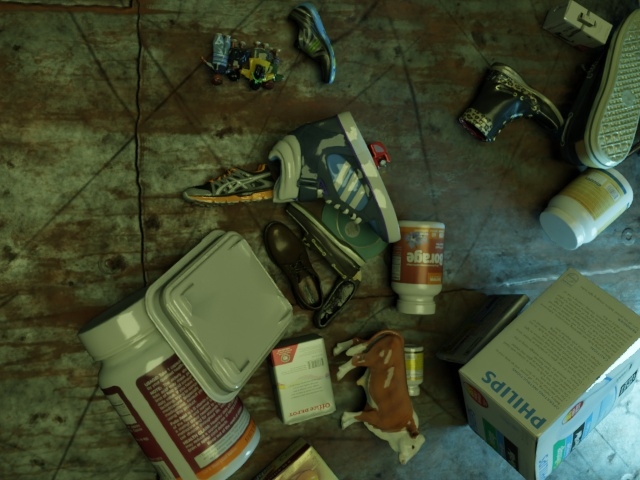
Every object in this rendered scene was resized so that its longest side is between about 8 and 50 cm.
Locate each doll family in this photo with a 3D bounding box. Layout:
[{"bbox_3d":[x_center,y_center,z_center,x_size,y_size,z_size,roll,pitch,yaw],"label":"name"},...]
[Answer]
[{"bbox_3d":[-0.170,-0.385,1.609,0.192,0.076,0.111,8,93,-13],"label":"doll family"}]

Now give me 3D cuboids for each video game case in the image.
[{"bbox_3d":[0.382,0.208,1.732,0.023,0.193,0.212,46,78,-5],"label":"video game case"}]

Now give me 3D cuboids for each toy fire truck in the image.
[{"bbox_3d":[0.057,-0.203,1.695,0.192,0.047,0.135,-27,96,-17],"label":"toy fire truck"}]

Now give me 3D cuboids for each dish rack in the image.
[{"bbox_3d":[-0.184,0.139,1.512,0.286,0.072,0.333,57,36,-11],"label":"dish rack"}]

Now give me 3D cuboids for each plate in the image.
[{"bbox_3d":[0.094,-0.046,1.724,0.188,0.024,0.188,-1,92,-18],"label":"plate"}]

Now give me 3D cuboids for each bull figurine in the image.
[{"bbox_3d":[0.136,0.363,1.691,0.188,0.101,0.311,-7,89,-1],"label":"bull figurine"}]

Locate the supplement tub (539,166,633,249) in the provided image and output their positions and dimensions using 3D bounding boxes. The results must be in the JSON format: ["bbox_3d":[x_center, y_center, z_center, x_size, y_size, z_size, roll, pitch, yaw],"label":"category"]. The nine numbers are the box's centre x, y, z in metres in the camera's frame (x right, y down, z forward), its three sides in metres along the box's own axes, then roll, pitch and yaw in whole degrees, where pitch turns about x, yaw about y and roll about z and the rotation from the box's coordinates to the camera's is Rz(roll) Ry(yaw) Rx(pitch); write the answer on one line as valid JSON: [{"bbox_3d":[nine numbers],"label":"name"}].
[{"bbox_3d":[0.669,-0.084,1.841,0.199,0.144,0.144,-38,102,-13],"label":"supplement tub"}]

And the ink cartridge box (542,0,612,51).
[{"bbox_3d":[0.649,-0.542,1.847,0.135,0.099,0.056,24,85,-16],"label":"ink cartridge box"}]

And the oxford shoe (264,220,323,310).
[{"bbox_3d":[-0.050,0.056,1.644,0.082,0.096,0.227,-33,99,-12],"label":"oxford shoe"}]

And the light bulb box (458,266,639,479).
[{"bbox_3d":[0.534,0.322,1.682,0.361,0.225,0.358,-40,145,-13],"label":"light bulb box"}]

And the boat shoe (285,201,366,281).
[{"bbox_3d":[0.000,0.000,1.663,0.227,0.081,0.069,42,98,-4],"label":"boat shoe"}]

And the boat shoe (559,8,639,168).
[{"bbox_3d":[0.742,-0.390,1.855,0.186,0.156,0.500,36,69,-21],"label":"boat shoe"}]

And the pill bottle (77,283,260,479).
[{"bbox_3d":[-0.313,0.302,1.500,0.224,0.224,0.392,-32,101,-14],"label":"pill bottle"}]

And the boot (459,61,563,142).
[{"bbox_3d":[0.471,-0.304,1.809,0.236,0.085,0.179,37,84,-13],"label":"boot"}]

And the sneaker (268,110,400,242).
[{"bbox_3d":[0.018,-0.104,1.612,0.236,0.130,0.323,-24,107,5],"label":"sneaker"}]

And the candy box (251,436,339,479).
[{"bbox_3d":[-0.010,0.635,1.675,0.183,0.087,0.316,-39,102,-13],"label":"candy box"}]

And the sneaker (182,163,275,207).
[{"bbox_3d":[-0.200,-0.119,1.603,0.214,0.084,0.083,-8,92,-27],"label":"sneaker"}]

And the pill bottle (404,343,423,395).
[{"bbox_3d":[0.215,0.310,1.750,0.065,0.065,0.116,1,92,-18],"label":"pill bottle"}]

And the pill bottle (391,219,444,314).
[{"bbox_3d":[0.229,0.062,1.718,0.121,0.121,0.216,2,91,-18],"label":"pill bottle"}]

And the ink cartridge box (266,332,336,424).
[{"bbox_3d":[-0.047,0.314,1.662,0.127,0.072,0.175,-11,95,-17],"label":"ink cartridge box"}]

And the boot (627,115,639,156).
[{"bbox_3d":[0.784,-0.259,1.925,0.219,0.082,0.106,-20,75,-11],"label":"boot"}]

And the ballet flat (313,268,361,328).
[{"bbox_3d":[0.046,0.137,1.699,0.057,0.049,0.173,38,80,-16],"label":"ballet flat"}]

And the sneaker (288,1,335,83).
[{"bbox_3d":[-0.017,-0.446,1.665,0.078,0.067,0.188,-23,101,6],"label":"sneaker"}]
